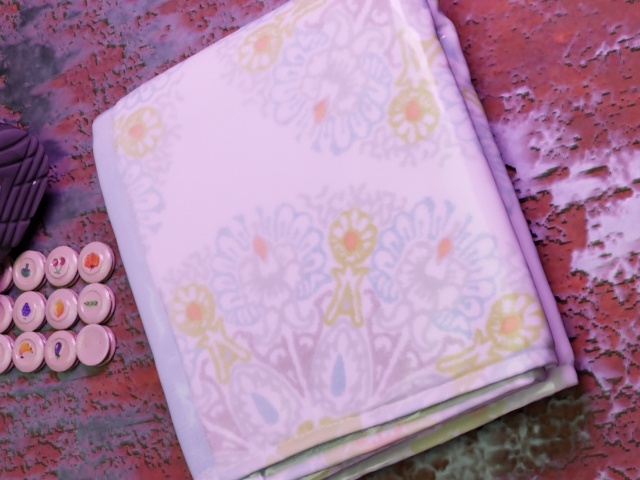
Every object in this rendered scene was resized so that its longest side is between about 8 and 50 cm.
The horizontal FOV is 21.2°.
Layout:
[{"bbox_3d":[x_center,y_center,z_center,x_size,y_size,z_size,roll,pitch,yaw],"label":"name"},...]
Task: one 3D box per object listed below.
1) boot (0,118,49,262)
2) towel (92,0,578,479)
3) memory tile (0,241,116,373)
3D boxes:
[{"bbox_3d":[-0.390,0.016,1.557,0.223,0.118,0.338,26,86,41],"label":"boot"},{"bbox_3d":[0.000,0.000,1.329,0.320,0.090,0.374,-26,74,23],"label":"towel"},{"bbox_3d":[-0.244,0.061,1.512,0.148,0.012,0.113,-7,78,29],"label":"memory tile"}]
